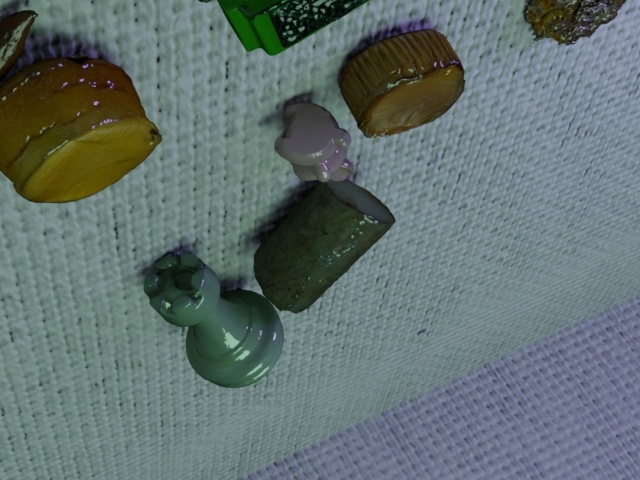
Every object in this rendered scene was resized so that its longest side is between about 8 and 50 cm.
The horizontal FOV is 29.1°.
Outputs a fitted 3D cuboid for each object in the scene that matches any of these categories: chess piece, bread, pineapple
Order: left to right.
[{"bbox_3d":[-0.332,-0.147,1.619,0.195,0.143,0.269,-39,169,20],"label":"bread"},{"bbox_3d":[-0.203,0.136,2.257,0.194,0.194,0.299,-33,146,3],"label":"chess piece"},{"bbox_3d":[0.129,-0.257,1.986,0.199,0.104,0.199,-22,156,-10],"label":"bread"},{"bbox_3d":[0.449,-0.408,2.094,0.225,0.076,0.225,-23,154,-12],"label":"pineapple"}]

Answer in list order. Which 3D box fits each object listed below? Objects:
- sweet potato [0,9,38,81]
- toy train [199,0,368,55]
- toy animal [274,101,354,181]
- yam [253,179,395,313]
[{"bbox_3d":[-0.437,-0.195,1.535,0.264,0.057,0.057,-42,152,20],"label":"sweet potato"},{"bbox_3d":[-0.041,-0.348,1.540,0.243,0.188,0.132,-30,154,-1],"label":"toy train"},{"bbox_3d":[-0.008,-0.143,2.037,0.124,0.124,0.212,-30,161,-2],"label":"toy animal"},{"bbox_3d":[0.000,0.000,2.242,0.161,0.161,0.268,4,136,-50],"label":"yam"}]
